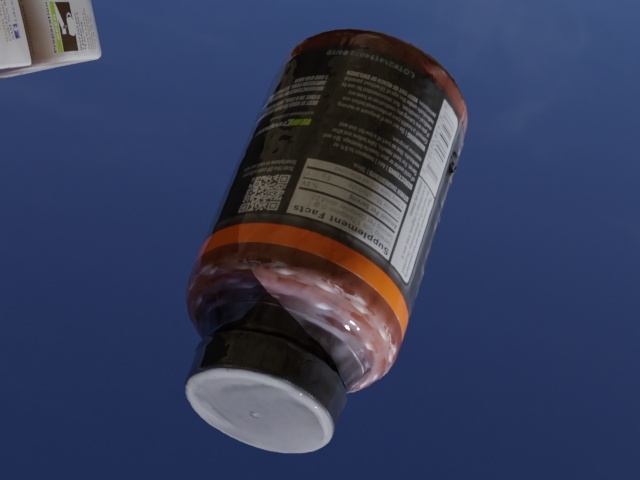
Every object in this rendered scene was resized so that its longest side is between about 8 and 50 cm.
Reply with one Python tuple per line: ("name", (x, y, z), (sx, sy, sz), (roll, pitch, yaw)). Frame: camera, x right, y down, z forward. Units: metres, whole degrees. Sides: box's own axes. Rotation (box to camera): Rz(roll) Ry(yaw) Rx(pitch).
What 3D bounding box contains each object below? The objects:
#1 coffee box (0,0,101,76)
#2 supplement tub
("coffee box", (-0.257, -0.138, 0.764), (0.168, 0.119, 0.297), (-10, -172, 10))
("supplement tub", (0.000, 0.000, 0.648), (0.106, 0.106, 0.198), (18, -123, 4))
